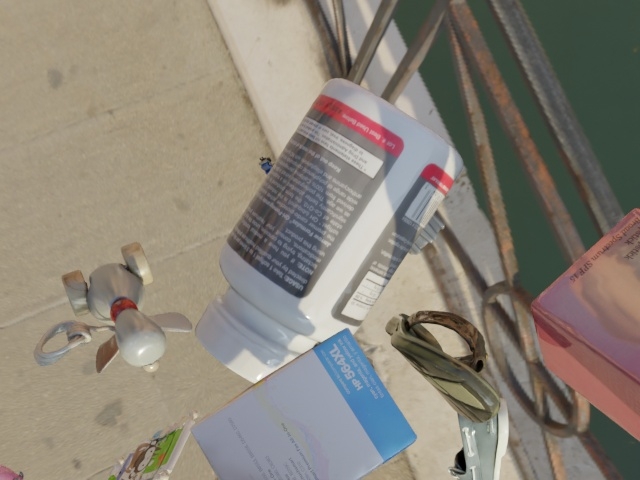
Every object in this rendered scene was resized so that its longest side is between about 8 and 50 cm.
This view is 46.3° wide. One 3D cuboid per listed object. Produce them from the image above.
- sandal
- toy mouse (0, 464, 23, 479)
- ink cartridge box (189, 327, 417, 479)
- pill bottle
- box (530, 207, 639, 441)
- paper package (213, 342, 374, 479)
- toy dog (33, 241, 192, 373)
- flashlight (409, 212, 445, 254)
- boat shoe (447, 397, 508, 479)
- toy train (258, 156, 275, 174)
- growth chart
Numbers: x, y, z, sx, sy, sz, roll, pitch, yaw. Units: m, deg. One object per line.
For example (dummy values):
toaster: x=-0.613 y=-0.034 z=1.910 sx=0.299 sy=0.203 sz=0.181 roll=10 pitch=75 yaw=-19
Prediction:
sandal: x=0.147 y=0.126 z=0.913 sx=0.086 sy=0.303 sz=0.120 roll=-44 pitch=99 yaw=2
toy mouse: x=-0.389 y=0.315 z=0.930 sx=0.143 sy=0.161 sz=0.031 roll=15 pitch=98 yaw=-30
ink cartridge box: x=-0.022 y=0.139 z=0.527 sx=0.143 sy=0.092 sz=0.090 roll=-31 pitch=83 yaw=-11
pill bottle: x=0.000 y=0.000 z=0.821 sx=0.176 sy=0.176 sz=0.318 roll=33 pitch=95 yaw=-2
box: x=0.325 y=0.103 z=0.655 sx=0.149 sy=0.127 sz=0.232 roll=-40 pitch=48 yaw=-10
paper package: x=-0.044 y=0.348 z=1.465 sx=0.168 sy=0.309 sz=0.324 roll=30 pitch=91 yaw=2
toy dog: x=-0.335 y=0.143 z=1.285 sx=0.220 sy=0.333 sz=0.161 roll=-15 pitch=120 yaw=2
flashlight: x=0.121 y=-0.106 z=1.552 sx=0.304 sy=0.103 sz=0.103 roll=45 pitch=58 yaw=-5
boat shoe: x=0.301 y=0.427 z=1.478 sx=0.099 sy=0.319 sz=0.116 roll=2 pitch=38 yaw=3
toy train: x=-0.087 y=-0.137 z=1.727 sx=0.158 sy=0.027 sz=0.036 roll=43 pitch=36 yaw=-33
growth chart: x=-0.318 y=0.405 z=1.350 sx=0.237 sy=0.172 sz=0.021 roll=-34 pitch=112 yaw=26
